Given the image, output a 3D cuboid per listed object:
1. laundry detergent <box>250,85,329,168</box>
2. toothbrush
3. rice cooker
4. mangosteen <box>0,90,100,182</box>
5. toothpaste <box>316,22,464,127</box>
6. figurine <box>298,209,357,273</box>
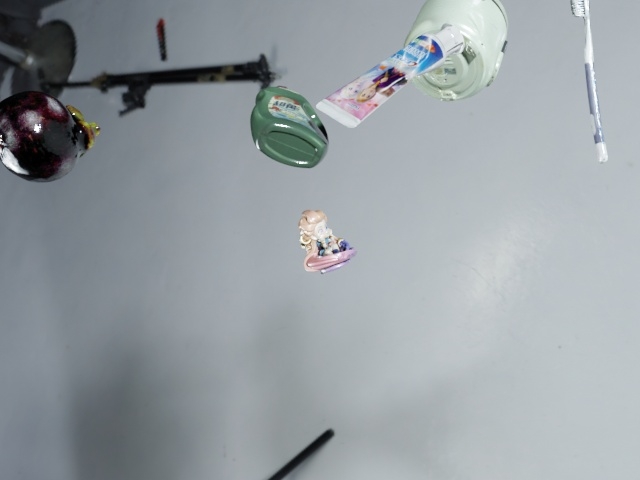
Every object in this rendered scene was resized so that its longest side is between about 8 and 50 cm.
[{"bbox_3d":[-0.055,-0.215,1.218,0.222,0.144,0.078,-96,29,-56],"label":"laundry detergent"},{"bbox_3d":[0.439,-0.268,1.113,0.026,0.024,0.288,-6,86,6],"label":"toothbrush"},{"bbox_3d":[0.311,-0.452,1.558,0.226,0.226,0.244,-8,41,32],"label":"rice cooker"},{"bbox_3d":[-0.389,-0.150,0.980,0.137,0.151,0.137,24,122,44],"label":"mangosteen"},{"bbox_3d":[0.121,-0.268,1.109,0.266,0.061,0.096,-36,46,-17],"label":"toothpaste"},{"bbox_3d":[-0.003,0.007,1.565,0.157,0.126,0.114,47,139,2],"label":"figurine"}]
